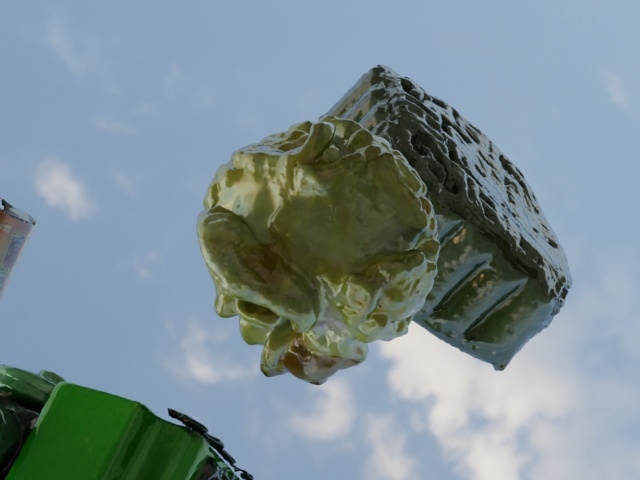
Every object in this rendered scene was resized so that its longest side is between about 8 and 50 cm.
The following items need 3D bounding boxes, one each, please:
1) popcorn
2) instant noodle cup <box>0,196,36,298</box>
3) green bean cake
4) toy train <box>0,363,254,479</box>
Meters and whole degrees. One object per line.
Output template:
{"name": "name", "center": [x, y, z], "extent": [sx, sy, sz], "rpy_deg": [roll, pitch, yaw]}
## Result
{"name": "popcorn", "center": [0.000, 0.000, 0.900], "extent": [0.162, 0.141, 0.135], "rpy_deg": [27, -140, -41]}
{"name": "instant noodle cup", "center": [-0.374, 0.014, 1.452], "extent": [0.230, 0.230, 0.182], "rpy_deg": [32, -91, 0]}
{"name": "green bean cake", "center": [0.099, -0.020, 1.373], "extent": [0.227, 0.125, 0.222], "rpy_deg": [39, -160, -23]}
{"name": "toy train", "center": [-0.125, 0.174, 0.969], "extent": [0.188, 0.243, 0.132], "rpy_deg": [10, -119, 33]}
